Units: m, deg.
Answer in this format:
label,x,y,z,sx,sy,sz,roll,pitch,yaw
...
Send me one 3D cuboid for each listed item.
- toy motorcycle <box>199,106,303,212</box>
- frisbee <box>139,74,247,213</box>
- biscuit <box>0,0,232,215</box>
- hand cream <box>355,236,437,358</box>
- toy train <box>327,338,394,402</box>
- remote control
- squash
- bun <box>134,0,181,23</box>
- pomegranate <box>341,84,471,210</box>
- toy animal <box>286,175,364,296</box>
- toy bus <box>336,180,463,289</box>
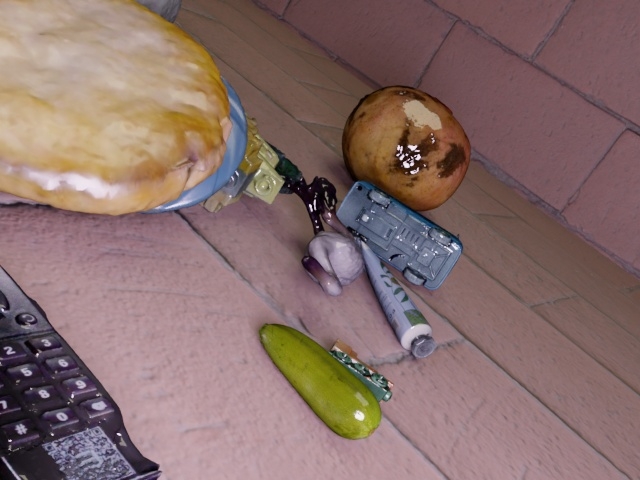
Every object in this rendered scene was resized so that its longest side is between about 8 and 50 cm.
label,x,y,z,sx,sy,sz,roll,pitch,yaw
toy motorcycle,-0.222,-0.193,1.214,0.410,0.168,0.237,32,22,3
frisbee,-0.250,-0.176,1.055,0.290,0.049,0.289,4,65,-8
biscuit,-0.331,-0.211,0.933,0.446,0.104,0.429,20,43,-18
hand cream,0.114,0.094,1.168,0.256,0.055,0.088,57,-9,49
toy train,0.049,0.175,0.928,0.103,0.044,0.064,33,10,5
remote control,-0.299,0.089,0.619,0.399,0.062,0.145,40,22,26
squash,-0.005,0.165,0.850,0.201,0.066,0.066,37,20,33
bun,-0.430,-0.427,1.306,0.362,0.362,0.211,-19,96,-63
pomegranate,0.209,-0.225,1.725,0.322,0.322,0.322,27,21,-11
toy animal,0.013,0.022,1.119,0.195,0.090,0.324,52,16,-26
toy bus,0.156,-0.014,1.396,0.246,0.113,0.134,33,15,9
